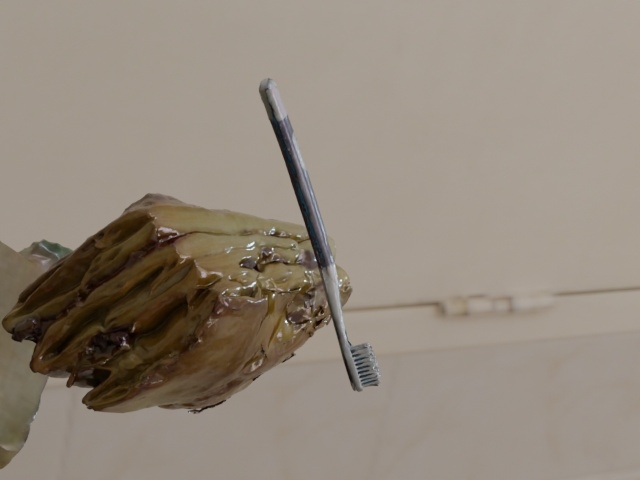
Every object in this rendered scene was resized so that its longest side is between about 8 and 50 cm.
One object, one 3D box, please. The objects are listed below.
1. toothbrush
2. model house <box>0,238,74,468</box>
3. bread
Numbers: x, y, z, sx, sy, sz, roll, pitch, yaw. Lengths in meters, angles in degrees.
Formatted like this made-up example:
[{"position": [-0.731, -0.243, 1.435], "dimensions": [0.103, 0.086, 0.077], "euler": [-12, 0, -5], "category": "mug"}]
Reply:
[{"position": [0.000, 0.000, 1.482], "dimensions": [0.024, 0.026, 0.288], "euler": [-90, 164, -67], "category": "toothbrush"}, {"position": [-0.553, 0.129, 2.229], "dimensions": [0.382, 0.342, 0.335], "euler": [-36, -150, 38], "category": "model house"}, {"position": [-0.145, 0.092, 1.982], "dimensions": [0.277, 0.324, 0.167], "euler": [-36, -120, 26], "category": "bread"}]
